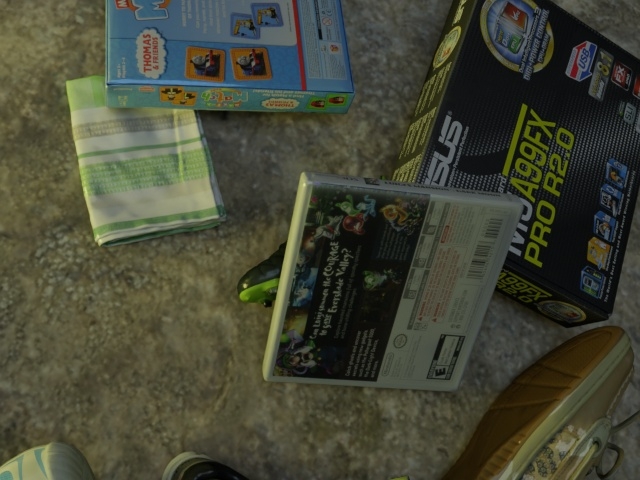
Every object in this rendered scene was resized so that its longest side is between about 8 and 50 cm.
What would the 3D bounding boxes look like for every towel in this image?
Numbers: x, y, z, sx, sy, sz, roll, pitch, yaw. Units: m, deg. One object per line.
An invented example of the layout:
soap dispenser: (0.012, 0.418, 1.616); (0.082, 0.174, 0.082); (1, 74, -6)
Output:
towel: (-0.151, -0.077, 0.717); (0.113, 0.023, 0.152); (-11, 78, -17)

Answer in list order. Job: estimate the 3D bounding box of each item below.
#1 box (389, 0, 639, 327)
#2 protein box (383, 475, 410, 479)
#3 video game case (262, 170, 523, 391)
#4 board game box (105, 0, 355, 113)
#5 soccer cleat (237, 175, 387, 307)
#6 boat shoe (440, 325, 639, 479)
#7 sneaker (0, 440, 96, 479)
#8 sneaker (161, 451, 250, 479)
box: (0.189, -0.086, 0.758); (0.216, 0.060, 0.270); (28, 66, -16)
protein box: (0.016, 0.293, 0.510); (0.135, 0.200, 0.201); (-15, 106, 9)
video game case: (0.053, 0.040, 0.668); (0.173, 0.190, 0.022); (5, 31, -13)
board game box: (-0.084, -0.191, 0.744); (0.211, 0.039, 0.160); (0, 65, -15)
soccer cleat: (0.000, 0.000, 0.719); (0.178, 0.060, 0.072); (-24, 72, -25)
boat shoe: (0.172, 0.193, 0.688); (0.089, 0.104, 0.285); (44, 80, -4)
sneaker: (-0.168, 0.262, 0.597); (0.086, 0.085, 0.237); (-28, 85, 7)
sneaker: (-0.052, 0.228, 0.629); (0.063, 0.075, 0.170); (-42, 88, -20)
